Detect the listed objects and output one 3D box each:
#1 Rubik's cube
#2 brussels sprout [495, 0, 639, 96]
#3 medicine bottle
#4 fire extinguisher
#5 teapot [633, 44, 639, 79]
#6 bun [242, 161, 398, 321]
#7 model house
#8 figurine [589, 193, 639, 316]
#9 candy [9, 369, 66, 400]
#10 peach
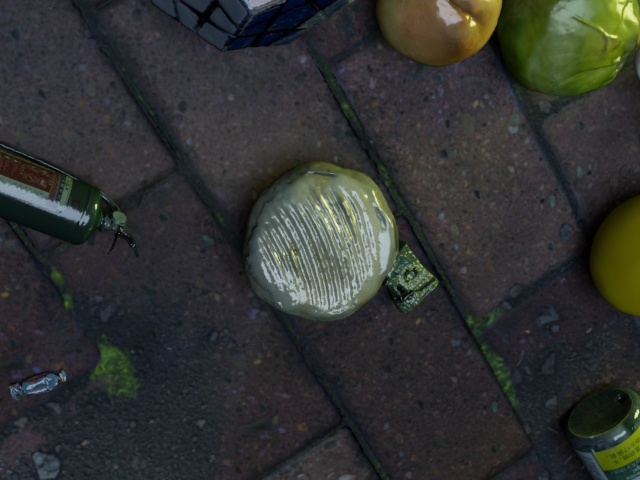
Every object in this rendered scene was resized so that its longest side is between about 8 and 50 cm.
[{"bbox_3d":[-0.090,-0.404,1.504,0.319,0.319,0.264,-24,82,-9],"label":"Rubik's cube"},{"bbox_3d":[0.367,-0.315,1.712,0.223,0.161,0.223,-2,102,-8],"label":"brussels sprout"},{"bbox_3d":[0.538,0.396,1.950,0.141,0.141,0.293,-36,111,-5],"label":"medicine bottle"},{"bbox_3d":[-0.383,-0.058,1.601,0.294,0.118,0.093,22,132,-20],"label":"fire extinguisher"},{"bbox_3d":[0.644,-0.205,1.793,0.424,0.252,0.280,31,132,-32],"label":"teapot"},{"bbox_3d":[0.000,0.000,1.699,0.239,0.141,0.239,-2,99,-11],"label":"bun"},{"bbox_3d":[0.127,0.056,1.787,0.079,0.066,0.083,-40,109,-5],"label":"model house"},{"bbox_3d":[0.598,0.038,1.866,0.344,0.187,0.215,15,112,-25],"label":"figurine"},{"bbox_3d":[-0.415,0.214,1.697,0.083,0.020,0.030,-14,107,-14],"label":"candy"},{"bbox_3d":[0.172,-0.338,1.645,0.184,0.184,0.184,-4,105,-15],"label":"peach"}]
